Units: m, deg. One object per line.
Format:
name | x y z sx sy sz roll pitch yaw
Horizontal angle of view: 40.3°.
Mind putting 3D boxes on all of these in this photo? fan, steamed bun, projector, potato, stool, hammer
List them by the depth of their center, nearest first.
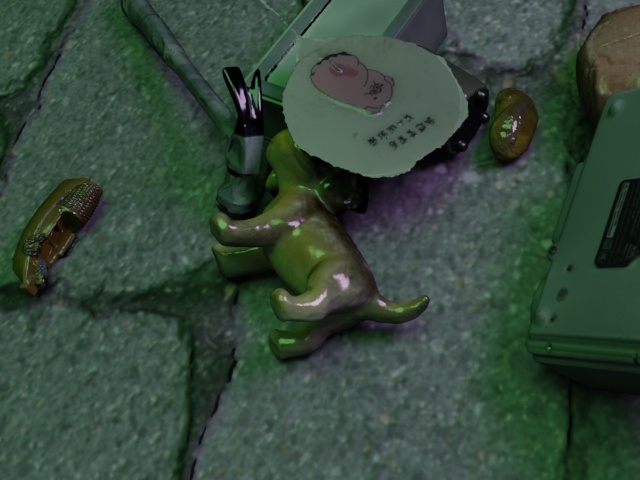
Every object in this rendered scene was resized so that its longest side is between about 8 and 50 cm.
projector | 0.277 -0.009 0.685 0.192 0.099 0.256 -7 59 65
steamed bun | 0.330 -0.164 0.865 0.145 0.106 0.175 -4 44 27
fan | 0.006 -0.183 0.874 0.182 0.010 0.310 -36 65 -20
potato | 0.200 -0.122 0.902 0.047 0.045 0.092 -5 48 29
stool | 0.116 -0.144 0.910 0.110 0.096 0.096 32 69 26
hammer | -0.164 -0.195 1.019 0.044 0.152 0.427 -9 37 -27

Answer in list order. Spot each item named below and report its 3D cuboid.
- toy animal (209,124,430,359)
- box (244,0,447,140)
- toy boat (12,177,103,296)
toy animal | -0.016 -0.003 0.836 0.169 0.121 0.233 -16 56 -11
box | 0.029 -0.204 0.978 0.130 0.086 0.225 23 65 27
toy boat | -0.286 -0.008 0.943 0.049 0.047 0.149 11 59 21
